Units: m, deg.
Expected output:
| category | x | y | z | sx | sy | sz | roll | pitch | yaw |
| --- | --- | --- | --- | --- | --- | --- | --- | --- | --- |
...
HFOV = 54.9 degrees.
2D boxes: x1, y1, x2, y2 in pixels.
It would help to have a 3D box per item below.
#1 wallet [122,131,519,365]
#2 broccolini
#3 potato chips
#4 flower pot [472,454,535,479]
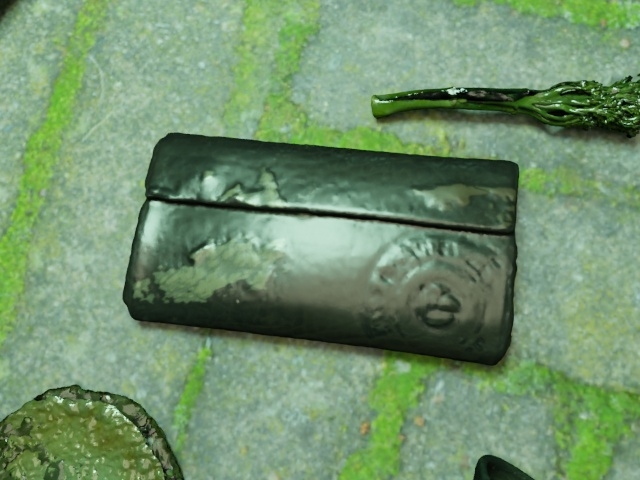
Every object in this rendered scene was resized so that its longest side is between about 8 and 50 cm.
| category | x | y | z | sx | sy | sz | roll | pitch | yaw |
| --- | --- | --- | --- | --- | --- | --- | --- | --- | --- |
| wallet | 0.000 | 0.000 | 0.516 | 0.321 | 0.044 | 0.170 | 6 | 82 | 6 |
| broccolini | 0.163 | -0.115 | 0.527 | 0.239 | 0.051 | 0.054 | 1 | 124 | 6 |
| potato chips | -0.217 | 0.230 | 0.503 | 0.220 | 0.029 | 0.202 | -27 | 78 | -3 |
| flower pot | 0.139 | 0.241 | 0.414 | 0.157 | 0.157 | 0.107 | 38 | 96 | 10 |
